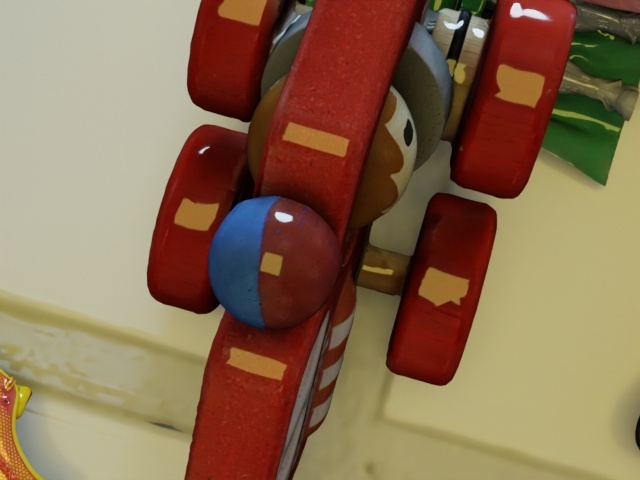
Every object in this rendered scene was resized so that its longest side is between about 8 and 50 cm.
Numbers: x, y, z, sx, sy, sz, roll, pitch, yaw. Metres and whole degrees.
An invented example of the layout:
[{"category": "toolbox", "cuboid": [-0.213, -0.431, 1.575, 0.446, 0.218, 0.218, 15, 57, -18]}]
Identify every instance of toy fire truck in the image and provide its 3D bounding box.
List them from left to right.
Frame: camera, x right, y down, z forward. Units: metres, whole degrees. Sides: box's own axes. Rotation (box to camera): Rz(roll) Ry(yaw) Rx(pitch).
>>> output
[{"category": "toy fire truck", "cuboid": [0.000, 0.000, 0.664, 0.169, 0.254, 0.302, 17, 127, 2]}]

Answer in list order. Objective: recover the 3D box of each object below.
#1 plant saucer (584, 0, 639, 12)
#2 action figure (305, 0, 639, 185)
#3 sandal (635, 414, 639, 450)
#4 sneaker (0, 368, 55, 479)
[{"category": "plant saucer", "cuboid": [0.189, -0.253, 0.750, 0.332, 0.084, 0.332, -2, 69, 4]}, {"category": "action figure", "cuboid": [0.067, -0.129, 0.794, 0.232, 0.063, 0.137, 17, 90, 6]}, {"category": "sandal", "cuboid": [0.245, 0.072, 0.790, 0.179, 0.040, 0.067, -33, 92, -15]}, {"category": "sneaker", "cuboid": [-0.201, 0.081, 0.795, 0.067, 0.064, 0.175, -31, 91, -20]}]
